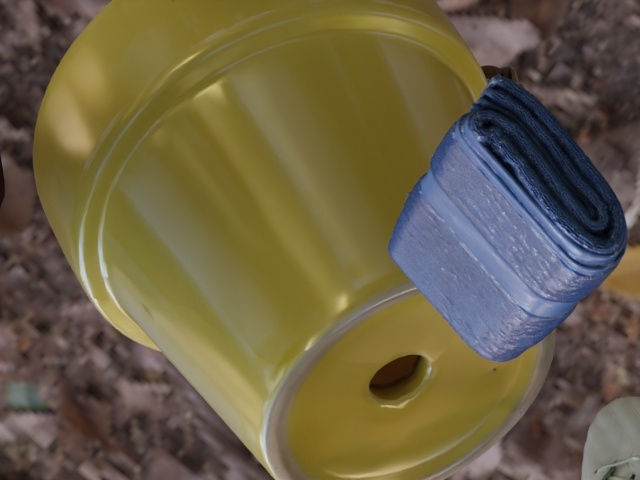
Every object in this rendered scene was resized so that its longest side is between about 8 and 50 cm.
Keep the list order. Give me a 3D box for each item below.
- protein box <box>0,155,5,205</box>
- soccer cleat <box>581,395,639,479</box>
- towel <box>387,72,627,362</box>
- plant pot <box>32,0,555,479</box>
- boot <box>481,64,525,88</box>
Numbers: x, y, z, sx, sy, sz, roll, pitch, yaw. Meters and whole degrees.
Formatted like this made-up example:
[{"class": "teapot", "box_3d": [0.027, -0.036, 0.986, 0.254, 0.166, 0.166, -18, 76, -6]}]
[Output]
[{"class": "protein box", "box_3d": [-0.165, -0.017, 0.268, 0.200, 0.201, 0.136, -4, 115, 1]}, {"class": "soccer cleat", "box_3d": [0.148, 0.151, 0.873, 0.076, 0.196, 0.068, 27, 134, -29]}, {"class": "towel", "box_3d": [0.060, -0.003, 0.588, 0.067, 0.029, 0.119, 50, 159, 9]}, {"class": "plant pot", "box_3d": [0.000, 0.000, 0.982, 0.239, 0.254, 0.254, -121, 26, -42]}, {"class": "boot", "box_3d": [0.128, -0.087, 1.453, 0.112, 0.305, 0.115, 12, 95, -14]}]
